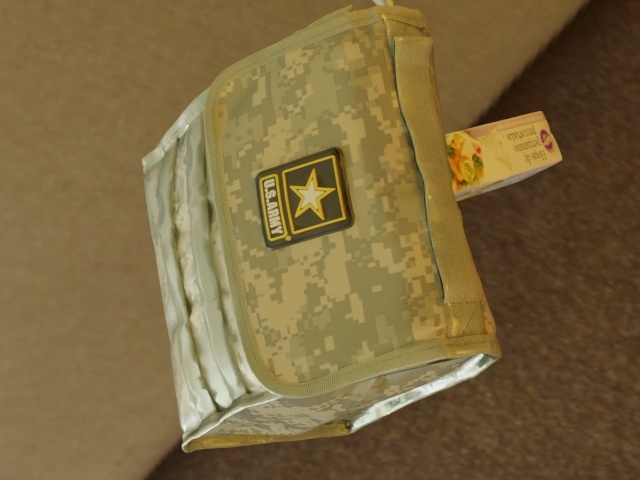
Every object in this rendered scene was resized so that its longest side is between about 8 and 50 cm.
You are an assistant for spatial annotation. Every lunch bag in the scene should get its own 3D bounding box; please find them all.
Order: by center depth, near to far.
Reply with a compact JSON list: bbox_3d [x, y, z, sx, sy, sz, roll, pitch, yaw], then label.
[{"bbox_3d":[0.000,0.000,1.056,0.287,0.169,0.235,-36,60,58],"label":"lunch bag"}]

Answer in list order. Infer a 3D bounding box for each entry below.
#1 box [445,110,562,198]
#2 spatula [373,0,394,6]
[{"bbox_3d":[0.151,-0.079,1.632,0.067,0.324,0.063,-25,86,33],"label":"box"},{"bbox_3d":[-0.014,-0.269,1.065,0.019,0.242,0.168,-25,35,11],"label":"spatula"}]
